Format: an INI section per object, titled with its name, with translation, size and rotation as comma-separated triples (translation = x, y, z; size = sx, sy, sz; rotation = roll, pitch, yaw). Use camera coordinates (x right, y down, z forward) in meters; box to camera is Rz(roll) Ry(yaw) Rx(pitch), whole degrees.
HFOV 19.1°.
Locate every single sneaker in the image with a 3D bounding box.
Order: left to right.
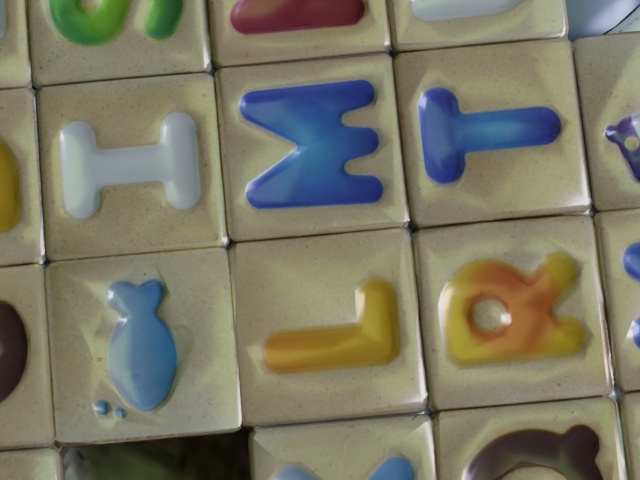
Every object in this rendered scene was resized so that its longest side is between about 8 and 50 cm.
[sneaker]
translation = 0.121, -0.058, 0.495
size = 0.282, 0.099, 0.153
rotation = -20, 78, -24

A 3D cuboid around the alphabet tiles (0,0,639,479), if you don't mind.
[alphabet tiles]
translation = 0.000, 0.000, 0.409
size = 0.198, 0.009, 0.237
rotation = -5, 80, 0
